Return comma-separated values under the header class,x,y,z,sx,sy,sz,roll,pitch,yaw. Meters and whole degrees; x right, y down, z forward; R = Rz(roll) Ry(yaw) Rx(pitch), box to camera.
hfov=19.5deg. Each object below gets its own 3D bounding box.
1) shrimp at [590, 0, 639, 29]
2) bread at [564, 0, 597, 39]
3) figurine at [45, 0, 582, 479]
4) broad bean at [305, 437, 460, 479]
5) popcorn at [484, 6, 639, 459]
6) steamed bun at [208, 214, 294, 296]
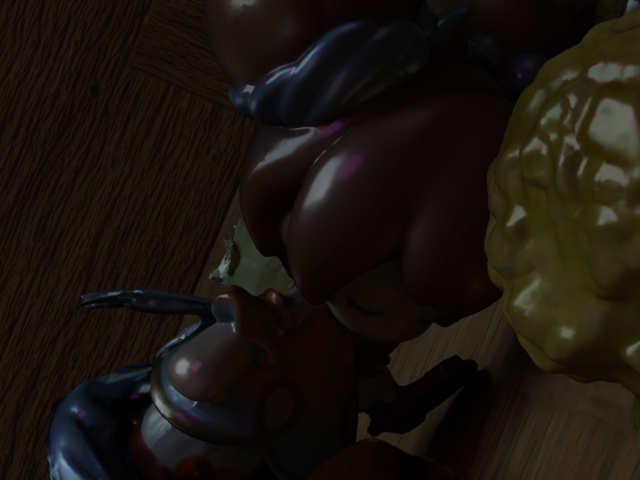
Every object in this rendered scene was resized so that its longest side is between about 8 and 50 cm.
class,x,y,z,sx,sy,sz,roll,pitch,yaw
shrimp,0.188,-0.135,1.075,0.249,0.068,0.150,-72,-3,-81
bread,0.197,-0.235,1.203,0.084,0.077,0.368,60,136,41
figurine,0.003,0.010,1.150,0.388,0.276,0.248,-51,54,27
broad bean,0.011,0.222,1.037,0.229,0.122,0.156,-66,10,-12
popcorn,0.144,-0.004,0.737,0.180,0.170,0.180,-46,13,13
steamed bun,0.000,0.000,1.557,0.170,0.152,0.239,-85,17,-61
